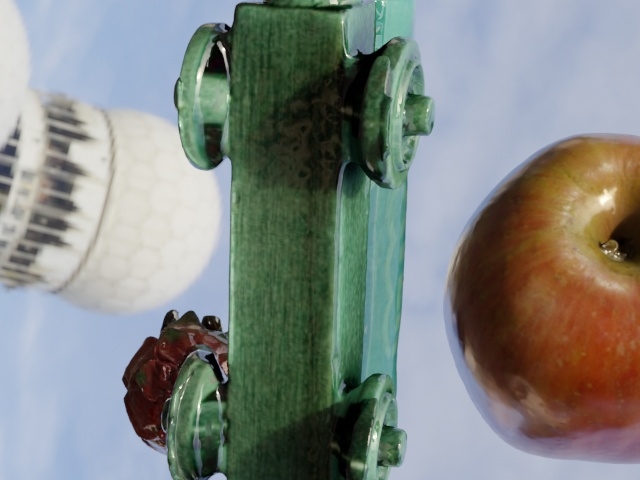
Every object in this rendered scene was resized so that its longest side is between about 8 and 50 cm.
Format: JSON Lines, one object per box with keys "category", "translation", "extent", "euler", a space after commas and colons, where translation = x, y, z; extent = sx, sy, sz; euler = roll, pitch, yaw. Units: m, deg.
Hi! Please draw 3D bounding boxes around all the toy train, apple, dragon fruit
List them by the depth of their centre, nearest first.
{"category": "toy train", "translation": [0.000, 0.000, 0.596], "extent": [0.159, 0.101, 0.248], "euler": [-47, 141, -70]}
{"category": "apple", "translation": [0.206, 0.055, 1.035], "extent": [0.241, 0.242, 0.242], "euler": [84, -5, -53]}
{"category": "dragon fruit", "translation": [-0.116, 0.131, 1.309], "extent": [0.121, 0.142, 0.130], "euler": [1, -87, 29]}
